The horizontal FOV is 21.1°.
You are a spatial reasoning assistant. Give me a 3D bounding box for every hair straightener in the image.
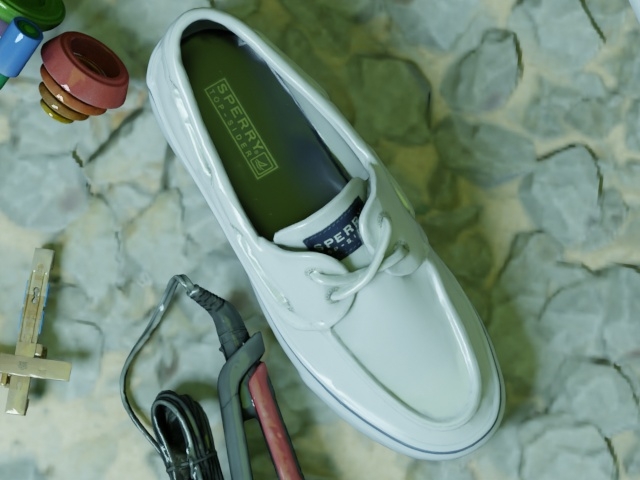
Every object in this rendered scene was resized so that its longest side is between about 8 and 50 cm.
[{"bbox_3d":[-0.046,0.129,0.834,0.089,0.047,0.230,-17,86,-7],"label":"hair straightener"}]

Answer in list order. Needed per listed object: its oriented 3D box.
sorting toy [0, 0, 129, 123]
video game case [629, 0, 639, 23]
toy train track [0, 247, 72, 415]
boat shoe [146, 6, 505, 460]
[{"bbox_3d":[-0.143,-0.093,0.852,0.102,0.061,0.042,45,117,8],"label":"sorting toy"},{"bbox_3d":[0.248,-0.105,0.898,0.143,0.019,0.157,-24,87,-7],"label":"video game case"},{"bbox_3d":[-0.143,0.046,0.853,0.048,0.014,0.083,8,78,3],"label":"toy train track"},{"bbox_3d":[0.000,0.000,0.833,0.095,0.084,0.258,-40,88,-8],"label":"boat shoe"}]
